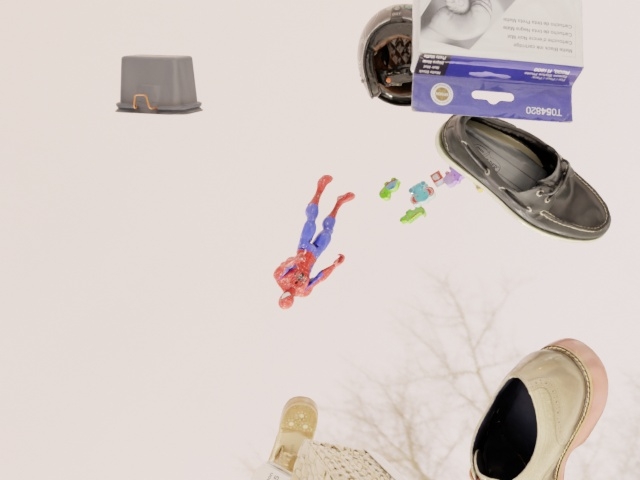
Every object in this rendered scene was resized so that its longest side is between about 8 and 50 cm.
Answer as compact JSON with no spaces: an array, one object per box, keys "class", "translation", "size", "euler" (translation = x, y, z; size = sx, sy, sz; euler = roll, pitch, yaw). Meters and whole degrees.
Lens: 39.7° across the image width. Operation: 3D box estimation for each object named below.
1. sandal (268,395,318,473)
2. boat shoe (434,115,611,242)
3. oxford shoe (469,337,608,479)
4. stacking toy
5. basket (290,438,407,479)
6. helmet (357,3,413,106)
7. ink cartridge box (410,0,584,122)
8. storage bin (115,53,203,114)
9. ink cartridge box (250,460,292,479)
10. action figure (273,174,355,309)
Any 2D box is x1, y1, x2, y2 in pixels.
[{"class":"sandal","translation":[-0.045,0.374,1.449],"size":[0.088,0.079,0.240],"euler":[6,-64,-2]},{"class":"boat shoe","translation":[0.357,-0.113,1.490],"size":[0.340,0.113,0.127],"euler":[37,-107,0]},{"class":"oxford shoe","translation":[0.235,0.308,1.152],"size":[0.146,0.140,0.397],"euler":[-7,-62,-38]},{"class":"stacking toy","translation":[0.239,-0.110,1.797],"size":[0.221,0.052,0.167],"euler":[-31,-30,11]},{"class":"basket","translation":[0.027,0.307,1.019],"size":[0.103,0.167,0.113],"euler":[17,-90,-14]},{"class":"helmet","translation":[0.137,-0.300,1.448],"size":[0.161,0.169,0.170],"euler":[-56,-33,-72]},{"class":"ink cartridge box","translation":[0.229,-0.271,1.146],"size":[0.223,0.045,0.224],"euler":[3,-100,-7]},{"class":"storage bin","translation":[-0.268,-0.254,1.438],"size":[0.098,0.135,0.091],"euler":[-34,-54,-64]},{"class":"ink cartridge box","translation":[-0.036,0.470,1.261],"size":[0.207,0.117,0.283],"euler":[-58,-35,-19]},{"class":"action figure","translation":[0.000,0.000,1.610],"size":[0.091,0.139,0.280],"euler":[35,-119,-19]}]
